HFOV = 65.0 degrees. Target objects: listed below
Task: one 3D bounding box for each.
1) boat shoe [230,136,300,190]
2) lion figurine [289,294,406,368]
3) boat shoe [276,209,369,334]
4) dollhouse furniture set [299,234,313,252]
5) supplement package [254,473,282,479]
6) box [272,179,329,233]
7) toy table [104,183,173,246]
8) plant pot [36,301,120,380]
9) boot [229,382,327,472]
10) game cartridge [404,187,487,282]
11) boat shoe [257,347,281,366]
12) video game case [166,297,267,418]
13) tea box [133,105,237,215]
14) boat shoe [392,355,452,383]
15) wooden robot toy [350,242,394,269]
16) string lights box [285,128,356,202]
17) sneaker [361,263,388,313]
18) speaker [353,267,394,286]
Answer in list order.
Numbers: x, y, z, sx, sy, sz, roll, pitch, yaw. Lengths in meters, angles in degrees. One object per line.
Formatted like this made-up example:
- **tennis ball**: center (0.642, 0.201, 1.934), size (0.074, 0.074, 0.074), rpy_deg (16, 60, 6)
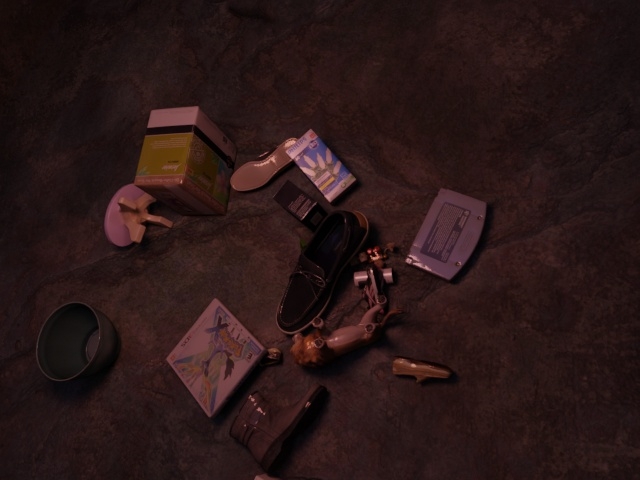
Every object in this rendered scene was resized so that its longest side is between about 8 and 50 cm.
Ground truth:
- **boat shoe**: center (-0.204, -0.299, 2.017), size (0.335, 0.095, 0.112), rpy_deg (-30, 93, 12)
- **lion figurine**: center (0.085, 0.317, 1.646), size (0.392, 0.240, 0.142), rpy_deg (-11, 57, 0)
- **boat shoe**: center (-0.018, 0.103, 1.737), size (0.187, 0.156, 0.500), rpy_deg (39, 99, 34)
- **dollhouse furniture set**: center (0.000, 0.000, 1.866), size (0.152, 0.058, 0.076), rpy_deg (-24, 56, -11)
- **supplement package**: center (-0.132, 0.826, 1.578), size (0.179, 0.105, 0.105), rpy_deg (21, 80, 24)
- **box**: center (-0.069, -0.123, 1.859), size (0.158, 0.156, 0.093), rpy_deg (40, 89, 27)
- **toy table**: center (-0.754, -0.107, 2.068), size (0.161, 0.252, 0.274), rpy_deg (1, 80, 38)
- **plant pot**: center (-0.910, 0.402, 1.951), size (0.293, 0.196, 0.293), rpy_deg (-6, 69, 17)
- **boot**: center (-0.151, 0.569, 1.675), size (0.223, 0.118, 0.338), rpy_deg (35, 81, 31)
- **game cartridge**: center (0.436, -0.017, 1.701), size (0.198, 0.062, 0.297), rpy_deg (25, 81, 21)
- **boat shoe**: center (-0.211, 0.418, 1.770), size (0.152, 0.056, 0.049), rpy_deg (-18, 33, 13)
- **video game case**: center (-0.383, 0.414, 1.817), size (0.329, 0.036, 0.300), rpy_deg (36, 86, 37)
- **tea box**: center (-0.517, -0.299, 1.983), size (0.220, 0.329, 0.323), rpy_deg (2, 74, 20)
- **boat shoe**: center (0.320, 0.418, 1.591), size (0.190, 0.068, 0.072), rpy_deg (5, 86, 31)
- **wooden robot toy**: center (0.189, 0.068, 1.752), size (0.173, 0.076, 0.079), rpy_deg (-20, 77, 12)
- **string lights box**: center (0.003, -0.274, 1.889), size (0.133, 0.077, 0.259), rpy_deg (-42, 83, 2)
- **sneaker**: center (0.170, 0.167, 1.690), size (0.077, 0.072, 0.178), rpy_deg (-6, 102, 28)
- **speaker**: center (0.187, 0.128, 1.737), size (0.136, 0.055, 0.055), rpy_deg (-7, 70, 16)
